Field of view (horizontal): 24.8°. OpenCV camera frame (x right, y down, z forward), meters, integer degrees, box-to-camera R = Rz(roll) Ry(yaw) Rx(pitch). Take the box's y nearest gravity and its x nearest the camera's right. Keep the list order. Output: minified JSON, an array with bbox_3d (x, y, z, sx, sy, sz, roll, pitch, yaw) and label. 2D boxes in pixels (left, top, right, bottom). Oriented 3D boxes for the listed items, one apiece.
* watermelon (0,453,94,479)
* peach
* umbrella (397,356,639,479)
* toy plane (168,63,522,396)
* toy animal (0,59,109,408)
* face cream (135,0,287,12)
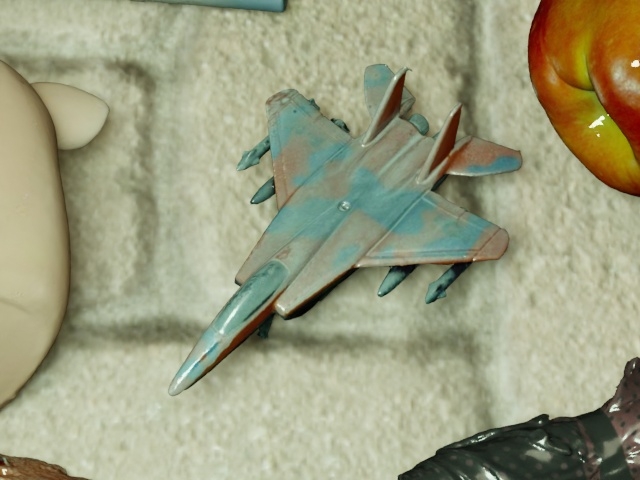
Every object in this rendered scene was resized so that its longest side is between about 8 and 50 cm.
[{"bbox_3d":[-0.195,0.201,0.980,0.241,0.094,0.154,26,56,15],"label":"watermelon"},{"bbox_3d":[0.283,-0.143,1.105,0.243,0.199,0.243,-3,49,3],"label":"peach"},{"bbox_3d":[0.212,0.145,1.008,0.326,0.090,0.094,-14,41,-9],"label":"umbrella"},{"bbox_3d":[0.000,0.003,1.075,0.223,0.104,0.326,36,70,17],"label":"toy plane"},{"bbox_3d":[-0.268,-0.005,1.036,0.213,0.195,0.256,-33,54,25],"label":"toy animal"},{"bbox_3d":[-0.150,-0.238,1.214,0.250,0.077,0.077,6,61,3],"label":"face cream"}]
